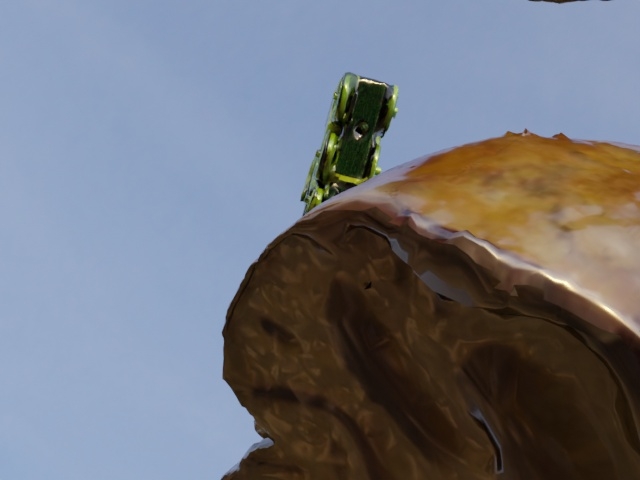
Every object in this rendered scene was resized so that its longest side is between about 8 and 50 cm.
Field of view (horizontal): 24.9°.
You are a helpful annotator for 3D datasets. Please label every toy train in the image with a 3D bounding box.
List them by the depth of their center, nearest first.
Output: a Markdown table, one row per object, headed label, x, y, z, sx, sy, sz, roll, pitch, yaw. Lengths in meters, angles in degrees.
| label | x | y | z | sx | sy | sz | roll | pitch | yaw |
| --- | --- | --- | --- | --- | --- | --- | --- | --- | --- |
| toy train | 0.000 | 0.000 | 1.032 | 0.053 | 0.249 | 0.085 | 19 | -12 | -3 |

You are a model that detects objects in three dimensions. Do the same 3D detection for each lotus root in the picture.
| label | x | y | z | sx | sy | sz | roll | pitch | yaw |
| --- | --- | --- | --- | --- | --- | --- | --- | --- | --- |
| lotus root | 0.081 | 0.051 | 0.450 | 0.199 | 0.180 | 0.188 | 52 | -43 | -2 |

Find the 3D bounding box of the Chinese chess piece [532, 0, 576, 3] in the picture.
| label | x | y | z | sx | sy | sz | roll | pitch | yaw |
| --- | --- | --- | --- | --- | --- | --- | --- | --- | --- |
| Chinese chess piece | 0.106 | -0.211 | 0.591 | 0.250 | 0.103 | 0.249 | -1 | -36 | -1 |
